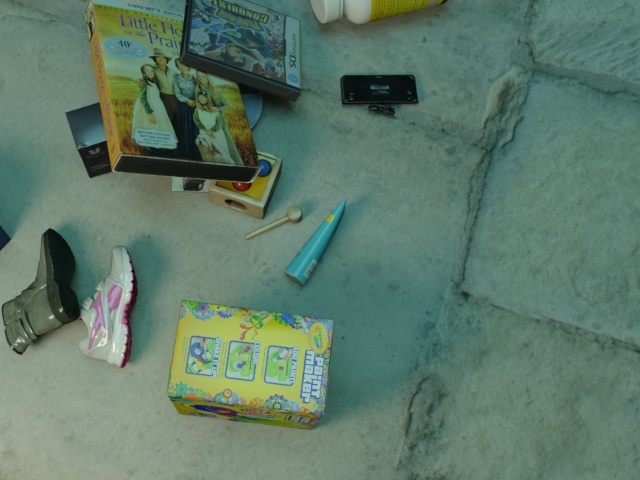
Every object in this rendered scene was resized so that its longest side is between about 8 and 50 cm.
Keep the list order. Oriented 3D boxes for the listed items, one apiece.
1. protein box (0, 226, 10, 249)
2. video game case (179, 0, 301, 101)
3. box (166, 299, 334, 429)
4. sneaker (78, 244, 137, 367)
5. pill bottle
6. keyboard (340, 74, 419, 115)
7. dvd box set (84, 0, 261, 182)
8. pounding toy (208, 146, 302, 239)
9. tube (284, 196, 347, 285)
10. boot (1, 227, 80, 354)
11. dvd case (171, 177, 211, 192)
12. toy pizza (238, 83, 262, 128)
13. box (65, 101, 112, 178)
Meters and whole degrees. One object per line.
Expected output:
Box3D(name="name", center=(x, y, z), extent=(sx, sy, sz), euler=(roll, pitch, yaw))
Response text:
Box3D(name="protein box", center=(-0.759, 0.001, 1.640), extent=(0.136, 0.200, 0.201), euler=(37, 72, 7))
Box3D(name="video game case", center=(-0.172, -0.448, 1.848), extent=(0.274, 0.035, 0.248), euler=(15, 51, -22))
Box3D(name="box", center=(-0.131, 0.244, 1.574), extent=(0.279, 0.290, 0.177), euler=(7, 71, -2))
Box3D(name="sneaker", center=(-0.436, 0.129, 1.682), extent=(0.111, 0.103, 0.252), euler=(5, 71, -6))
Box3D(name="pill bottle", center=(0.145, -0.618, 1.939), extent=(0.333, 0.188, 0.188), euler=(-17, 74, -11))
Box3D(name="keyboard", center=(0.139, -0.339, 1.935), extent=(0.180, 0.023, 0.108), euler=(-2, 66, -5))
Box3D(name="dvd box set", center=(-0.311, -0.315, 1.729), extent=(0.307, 0.062, 0.421), euler=(3, 56, -32))
Box3D(name="pounding toy", center=(-0.133, -0.098, 1.790), extent=(0.206, 0.094, 0.181), euler=(19, 71, 1))
Box3D(name="tube", center=(0.000, 0.000, 1.784), extent=(0.052, 0.080, 0.207), euler=(35, 76, 1))
Box3D(name="boot", center=(-0.585, 0.099, 1.682), extent=(0.161, 0.083, 0.247), euler=(-28, 52, 11))
Box3D(name="dvd case", center=(-0.284, -0.166, 1.829), extent=(0.087, 0.013, 0.120), euler=(2, 81, -3))
Box3D(name="toy pizza", center=(-0.232, -0.315, 1.883), extent=(0.201, 0.032, 0.201), euler=(1, 75, -2))
Box3D(name="box", center=(-0.444, -0.224, 1.768), extent=(0.156, 0.158, 0.093), euler=(-20, 75, -12))
